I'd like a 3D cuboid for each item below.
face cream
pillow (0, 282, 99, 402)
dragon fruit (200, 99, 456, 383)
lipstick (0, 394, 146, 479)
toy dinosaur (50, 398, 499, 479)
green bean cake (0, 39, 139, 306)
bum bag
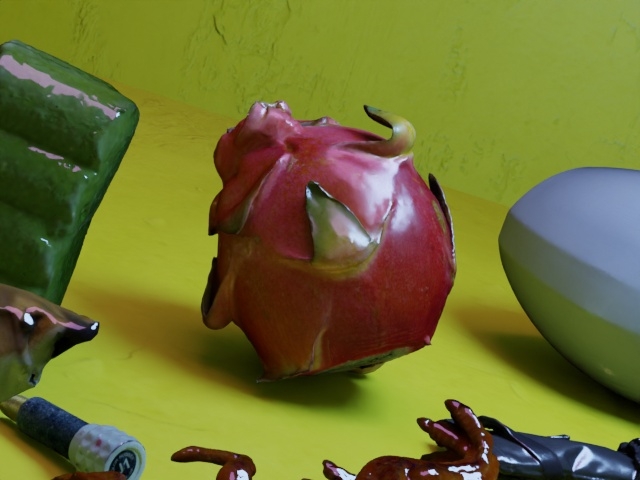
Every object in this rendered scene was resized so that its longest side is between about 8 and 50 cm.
[{"bbox_3d":[0.366,0.062,1.431,0.312,0.219,0.357,10,16,-38],"label":"face cream"},{"bbox_3d":[-0.309,0.051,0.603,0.310,0.119,0.312,-13,17,-42],"label":"pillow"},{"bbox_3d":[0.003,0.005,1.166,0.224,0.227,0.224,-8,-17,-2],"label":"dragon fruit"},{"bbox_3d":[-0.157,0.118,0.876,0.116,0.037,0.037,21,11,40],"label":"lipstick"},{"bbox_3d":[0.044,0.172,0.756,0.432,0.097,0.208,16,25,13],"label":"toy dinosaur"},{"bbox_3d":[-0.220,-0.025,0.997,0.125,0.222,0.248,23,4,-9],"label":"green bean cake"},{"bbox_3d":[0.188,0.166,1.107,0.198,0.049,0.087,12,8,-22],"label":"bum bag"}]
